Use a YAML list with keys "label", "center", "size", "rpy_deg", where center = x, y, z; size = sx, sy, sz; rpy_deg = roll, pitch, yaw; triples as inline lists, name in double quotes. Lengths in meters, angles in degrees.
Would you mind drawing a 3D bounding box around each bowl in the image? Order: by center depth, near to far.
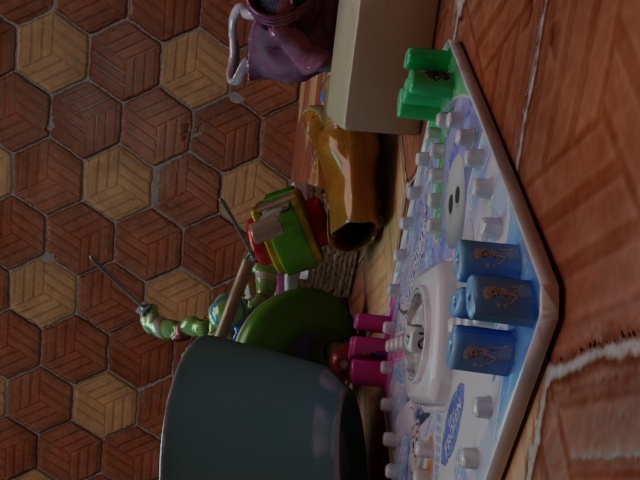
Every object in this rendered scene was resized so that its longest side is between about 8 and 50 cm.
- label: "bowl"
  center: [-0.041, 0.252, 0.957]
  size: [0.311, 0.163, 0.311]
  rpy_deg: [-5, -90, -79]

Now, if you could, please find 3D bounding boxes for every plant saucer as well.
- label: "plant saucer"
  center: [-0.003, -0.076, 1.819]
  size: [0.200, 0.037, 0.199]
  rpy_deg: [-175, 90, -84]

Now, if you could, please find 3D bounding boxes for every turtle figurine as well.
- label: "turtle figurine"
  center: [-0.163, 0.093, 1.323]
  size: [0.198, 0.275, 0.266]
  rpy_deg: [-49, -15, -25]

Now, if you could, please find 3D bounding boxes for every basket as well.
- label: "basket"
  center: [0.000, 0.000, 1.379]
  size: [0.167, 0.103, 0.113]
  rpy_deg: [-93, 10, -51]

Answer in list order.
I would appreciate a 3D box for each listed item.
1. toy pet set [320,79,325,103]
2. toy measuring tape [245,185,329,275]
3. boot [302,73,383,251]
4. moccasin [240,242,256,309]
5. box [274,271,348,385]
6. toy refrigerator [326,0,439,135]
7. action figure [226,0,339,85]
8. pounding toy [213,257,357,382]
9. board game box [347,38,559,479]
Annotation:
- label: "toy pet set"
  center: [0.029, -0.215, 1.479]
  size: [0.114, 0.065, 0.122]
  rpy_deg: [102, 171, -51]
- label: "toy measuring tape"
  center: [-0.042, 0.000, 1.143]
  size: [0.330, 0.122, 0.121]
  rpy_deg: [-86, 2, -80]
- label: "boot"
  center: [0.030, -0.088, 1.193]
  size: [0.295, 0.104, 0.211]
  rpy_deg: [96, 172, -83]
- label: "moccasin"
  center: [-0.089, 0.181, 1.577]
  size: [0.147, 0.139, 0.379]
  rpy_deg: [-81, -5, -69]
- label: "box"
  center: [-0.028, 0.209, 1.397]
  size: [0.213, 0.117, 0.242]
  rpy_deg: [-95, 13, -61]
- label: "toy refrigerator"
  center: [0.075, -0.255, 0.937]
  size: [0.102, 0.094, 0.269]
  rpy_deg: [-122, 37, -70]
- label: "action figure"
  center: [-0.049, -0.358, 1.271]
  size: [0.370, 0.276, 0.248]
  rpy_deg: [-26, -65, -80]
- label: "pounding toy"
  center: [-0.032, 0.153, 1.148]
  size: [0.183, 0.237, 0.110]
  rpy_deg: [-60, 33, 2]
- label: "board game box"
  center: [0.081, 0.080, 0.747]
  size: [0.390, 0.050, 0.389]
  rpy_deg: [-93, 9, -55]
